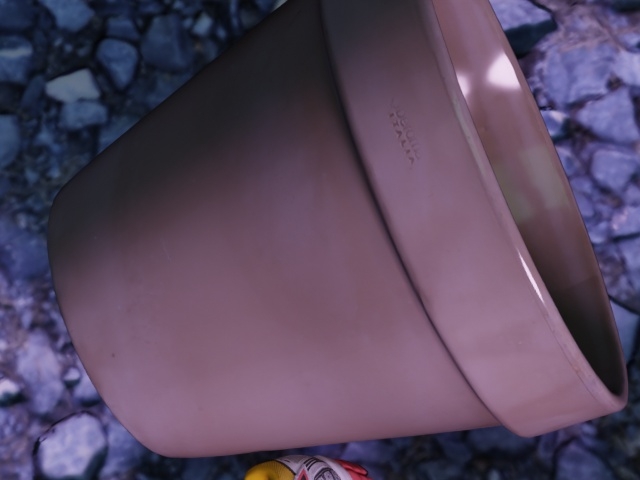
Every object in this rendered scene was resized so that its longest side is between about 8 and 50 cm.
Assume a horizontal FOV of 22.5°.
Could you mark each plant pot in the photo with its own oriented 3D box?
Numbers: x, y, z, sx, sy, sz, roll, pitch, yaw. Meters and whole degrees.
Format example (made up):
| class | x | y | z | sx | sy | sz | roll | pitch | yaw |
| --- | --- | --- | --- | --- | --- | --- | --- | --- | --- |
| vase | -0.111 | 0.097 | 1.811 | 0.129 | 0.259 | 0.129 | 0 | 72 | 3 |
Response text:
| class | x | y | z | sx | sy | sz | roll | pitch | yaw |
| --- | --- | --- | --- | --- | --- | --- | --- | --- | --- |
| plant pot | 0.000 | 0.000 | 0.982 | 0.280 | 0.323 | 0.323 | -23 | 71 | 14 |

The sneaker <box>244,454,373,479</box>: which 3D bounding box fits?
| class | x | y | z | sx | sy | sz | roll | pitch | yaw |
| --- | --- | --- | --- | --- | --- | --- | --- | --- | --- |
| sneaker | -0.041 | 0.237 | 0.981 | 0.088 | 0.093 | 0.225 | 6 | 79 | 46 |
